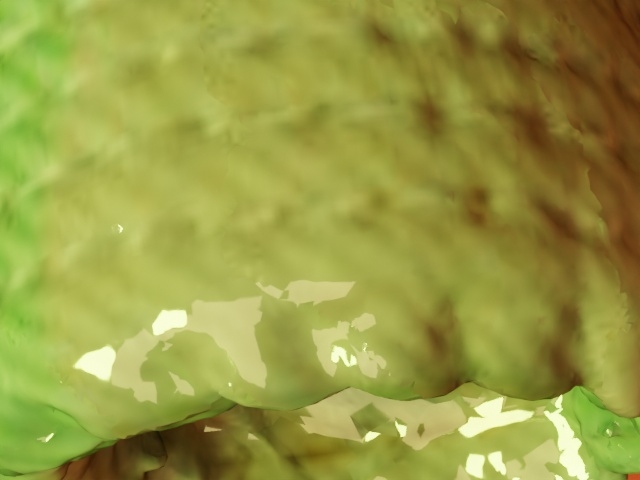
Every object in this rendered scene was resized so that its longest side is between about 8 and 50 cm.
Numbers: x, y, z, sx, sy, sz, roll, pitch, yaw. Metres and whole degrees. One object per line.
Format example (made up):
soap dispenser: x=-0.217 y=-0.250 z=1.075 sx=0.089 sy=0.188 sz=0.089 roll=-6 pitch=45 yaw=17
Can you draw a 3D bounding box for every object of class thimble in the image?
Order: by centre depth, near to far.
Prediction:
thimble: x=0.000 y=0.000 z=0.522 sx=0.219 sy=0.219 sz=0.150 roll=-15 pitch=66 yaw=17
